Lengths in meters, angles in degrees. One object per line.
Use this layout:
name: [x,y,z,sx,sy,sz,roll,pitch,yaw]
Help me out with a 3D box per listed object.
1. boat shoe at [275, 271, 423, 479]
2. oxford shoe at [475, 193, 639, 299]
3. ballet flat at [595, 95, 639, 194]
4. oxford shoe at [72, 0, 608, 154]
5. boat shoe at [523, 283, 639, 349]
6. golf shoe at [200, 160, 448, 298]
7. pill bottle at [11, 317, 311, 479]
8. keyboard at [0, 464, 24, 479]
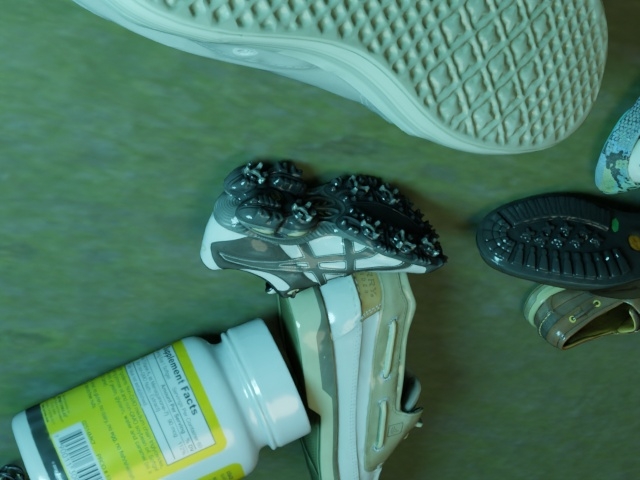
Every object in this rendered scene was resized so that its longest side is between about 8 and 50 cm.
boat shoe: [0.033,0.136,1.466,0.103,0.113,0.302,-15,139,-9]
oxford shoe: [0.224,0.017,1.482,0.227,0.083,0.096,5,153,-22]
ballet flat: [0.276,-0.093,1.405,0.070,0.070,0.188,-3,135,-29]
oxford shoe: [0.014,-0.162,1.119,0.449,0.130,0.169,12,92,-40]
boat shoe: [0.267,0.056,1.564,0.178,0.060,0.064,-15,139,-18]
golf shoe: [0.000,0.000,1.337,0.198,0.077,0.094,14,131,-30]
pill bottle: [-0.120,0.146,1.378,0.208,0.119,0.119,-24,141,-7]
keyboard: [-0.278,0.215,1.435,0.108,0.023,0.180,-25,142,4]
